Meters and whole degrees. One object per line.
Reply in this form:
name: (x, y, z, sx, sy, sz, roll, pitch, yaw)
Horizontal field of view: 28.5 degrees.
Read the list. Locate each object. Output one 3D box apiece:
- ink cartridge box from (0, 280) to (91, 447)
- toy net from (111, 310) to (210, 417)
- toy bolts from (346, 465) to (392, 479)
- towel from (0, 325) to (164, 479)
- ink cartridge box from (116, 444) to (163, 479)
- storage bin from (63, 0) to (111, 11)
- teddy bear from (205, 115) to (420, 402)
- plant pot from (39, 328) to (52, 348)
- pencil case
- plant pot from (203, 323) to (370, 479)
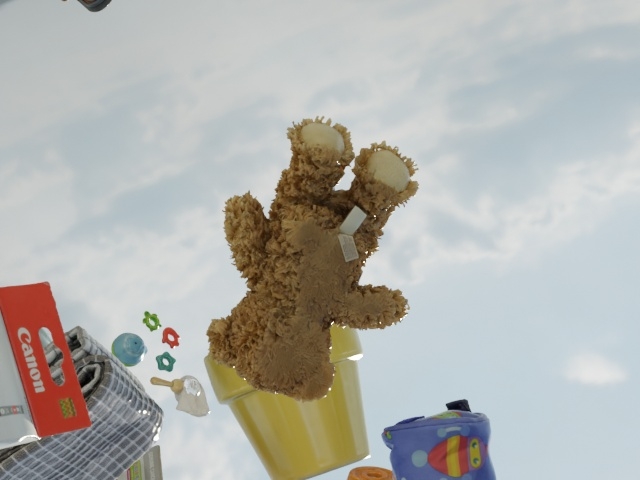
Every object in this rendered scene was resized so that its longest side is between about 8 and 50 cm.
ink cartridge box: (-0.266, 0.101, 1.058, 0.045, 0.145, 0.179, -27, 167, 36)
toy net: (-0.299, 0.254, 2.480, 0.122, 0.232, 0.045, -45, -177, -42)
toy bolts: (0.112, 0.499, 2.142, 0.228, 0.158, 0.218, 9, -171, 19)
towel: (-0.348, 0.264, 1.597, 0.284, 0.121, 0.235, -41, 156, -7)
ink cartridge box: (-0.321, 0.504, 1.972, 0.272, 0.130, 0.309, -34, -156, 4)
storage bin: (-0.306, -0.347, 1.513, 0.098, 0.091, 0.135, -49, -126, 2)
teddy bear: (-0.009, 0.020, 1.498, 0.245, 0.338, 0.113, 6, 178, -20)
plant pot: (-0.553, 0.284, 2.107, 0.293, 0.293, 0.196, -25, -145, -17)
pencil case: (0.132, 0.326, 1.327, 0.119, 0.306, 0.133, -3, 175, -29)
plant pot: (-0.035, 0.262, 2.031, 0.254, 0.239, 0.254, -18, 172, -3)
